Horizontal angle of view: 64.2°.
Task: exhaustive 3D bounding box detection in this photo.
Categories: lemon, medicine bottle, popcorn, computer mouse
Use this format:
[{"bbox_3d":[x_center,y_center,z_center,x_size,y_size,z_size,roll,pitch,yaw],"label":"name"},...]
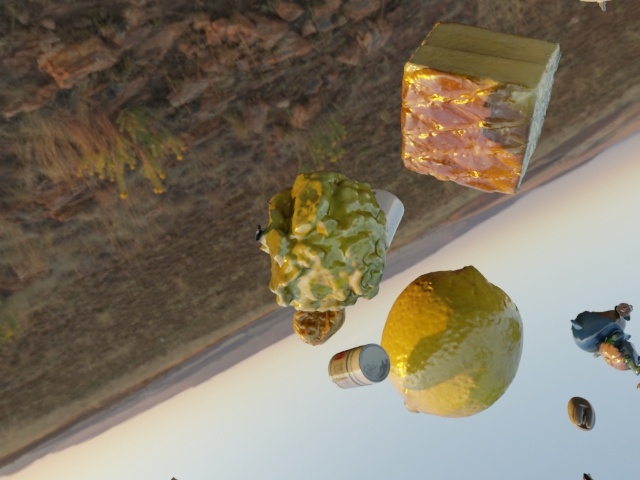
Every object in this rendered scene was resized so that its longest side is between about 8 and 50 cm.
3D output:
[{"bbox_3d":[0.297,0.231,1.165,0.336,0.336,0.336,-28,174,-3],"label":"lemon"},{"bbox_3d":[0.057,0.189,0.762,0.058,0.058,0.091,-24,173,-35],"label":"medicine bottle"},{"bbox_3d":[-0.006,0.005,0.851,0.225,0.249,0.249,-7,166,-21],"label":"popcorn"},{"bbox_3d":[0.137,-0.018,1.444,0.237,0.139,0.139,-64,-169,-25],"label":"medicine bottle"},{"bbox_3d":[0.663,0.434,1.293,0.096,0.066,0.039,-55,155,-56],"label":"computer mouse"}]

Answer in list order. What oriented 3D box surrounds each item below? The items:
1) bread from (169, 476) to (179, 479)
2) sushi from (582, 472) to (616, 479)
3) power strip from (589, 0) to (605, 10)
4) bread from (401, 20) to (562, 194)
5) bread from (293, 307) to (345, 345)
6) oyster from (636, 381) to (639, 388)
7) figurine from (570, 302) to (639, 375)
[{"bbox_3d":[-0.245,0.530,0.978,0.152,0.105,0.077,1,-147,40],"label":"bread"},{"bbox_3d":[0.834,0.796,1.349,0.294,0.281,0.299,2,-156,16],"label":"sushi"},{"bbox_3d":[0.444,-0.468,0.826,0.252,0.060,0.027,43,73,-46],"label":"power strip"},{"bbox_3d":[0.326,-0.273,1.075,0.207,0.279,0.279,-53,154,-31],"label":"bread"},{"bbox_3d":[-0.001,0.155,1.004,0.110,0.083,0.044,-42,161,-5],"label":"bread"},{"bbox_3d":[0.497,0.161,0.650,0.108,0.053,0.165,-11,173,-35],"label":"oyster"},{"bbox_3d":[0.652,0.211,1.123,0.114,0.178,0.144,24,108,-41],"label":"figurine"}]
